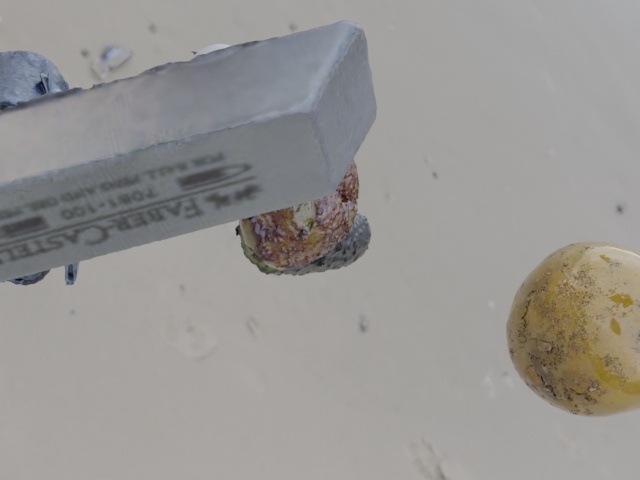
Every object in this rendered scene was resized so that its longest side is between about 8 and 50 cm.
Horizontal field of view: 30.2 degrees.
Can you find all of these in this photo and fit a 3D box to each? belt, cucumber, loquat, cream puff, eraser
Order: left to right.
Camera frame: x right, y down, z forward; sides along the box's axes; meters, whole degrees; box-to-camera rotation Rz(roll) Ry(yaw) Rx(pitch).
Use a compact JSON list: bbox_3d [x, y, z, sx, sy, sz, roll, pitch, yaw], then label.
[{"bbox_3d":[-0.285,-0.074,1.108,0.122,0.218,0.128,1,43,-6],"label":"belt"},{"bbox_3d":[-0.126,-0.057,0.859,0.111,0.352,0.077,74,1,-54],"label":"eraser"},{"bbox_3d":[-0.015,-0.042,1.049,0.149,0.084,0.149,-2,92,-64],"label":"cream puff"},{"bbox_3d":[0.000,0.000,1.399,0.081,0.072,0.303,44,17,17],"label":"cucumber"},{"bbox_3d":[0.353,0.113,1.507,0.235,0.235,0.235,33,41,-34],"label":"loquat"}]

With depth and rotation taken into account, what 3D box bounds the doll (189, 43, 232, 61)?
[{"bbox_3d":[-0.131,-0.156,1.479,0.110,0.107,0.181,72,24,-62],"label":"doll"}]
